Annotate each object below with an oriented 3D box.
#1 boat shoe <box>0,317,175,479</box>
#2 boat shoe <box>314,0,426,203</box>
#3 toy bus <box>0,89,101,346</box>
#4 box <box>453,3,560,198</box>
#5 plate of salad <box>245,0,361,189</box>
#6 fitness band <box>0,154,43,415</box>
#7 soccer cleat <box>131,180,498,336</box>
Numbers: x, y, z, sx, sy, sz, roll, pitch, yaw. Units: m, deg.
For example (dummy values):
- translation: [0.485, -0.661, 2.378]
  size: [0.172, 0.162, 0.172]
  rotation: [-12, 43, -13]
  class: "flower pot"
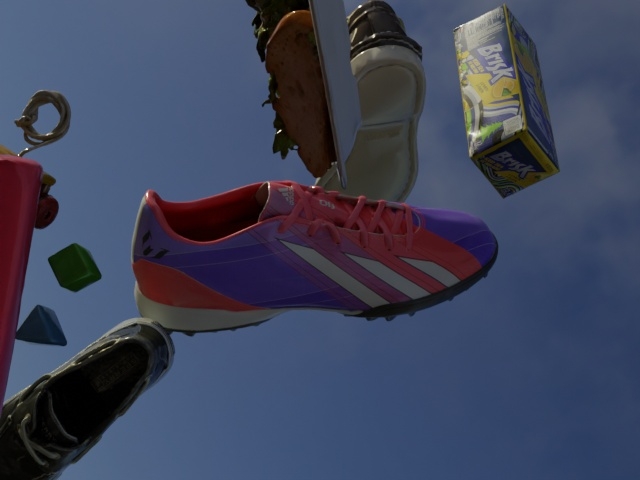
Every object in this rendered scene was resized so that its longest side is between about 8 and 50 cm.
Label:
- translation: [-0.212, 0.142, 1.099]
  size: [0.078, 0.219, 0.070]
  rotation: [48, 9, -1]
  class: "boat shoe"
- translation: [0.048, -0.128, 1.527]
  size: [0.324, 0.116, 0.097]
  rotation: [98, -16, -57]
  class: "boat shoe"
- translation: [-0.275, -0.012, 1.004]
  size: [0.104, 0.191, 0.202]
  rotation: [48, 28, -72]
  class: "toy bus"
- translation: [0.153, -0.118, 1.144]
  size: [0.059, 0.054, 0.169]
  rotation: [45, 31, -36]
  class: "box"
- translation: [-0.015, -0.121, 0.669]
  size: [0.200, 0.048, 0.200]
  rotation: [-11, 90, -89]
  class: "plate of salad"
- translation: [-0.180, 0.033, 0.597]
  size: [0.209, 0.054, 0.291]
  rotation: [-37, 136, -88]
  class: "fitness band"
- translation: [0.000, 0.000, 1.157]
  size: [0.109, 0.318, 0.116]
  rotation: [-110, -163, -55]
  class: "soccer cleat"
